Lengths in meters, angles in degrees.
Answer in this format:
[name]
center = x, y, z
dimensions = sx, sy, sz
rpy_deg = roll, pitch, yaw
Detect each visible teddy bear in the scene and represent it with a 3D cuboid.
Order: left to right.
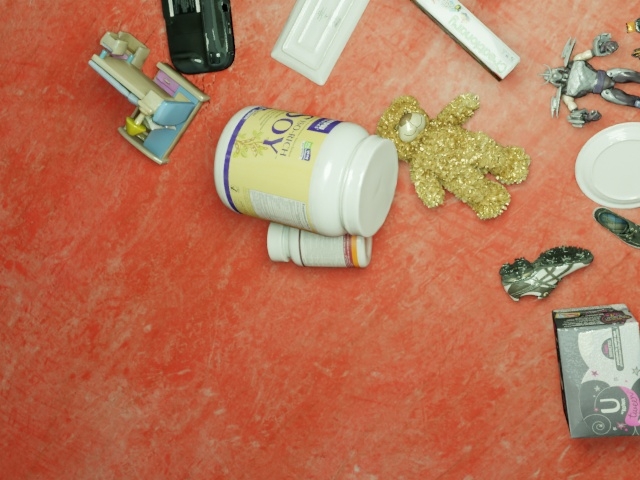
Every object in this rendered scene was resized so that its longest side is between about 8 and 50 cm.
[teddy bear]
center = 0.275, -0.185, 1.431
dimensions = 0.245, 0.113, 0.338
rpy_deg = -43, 89, 16

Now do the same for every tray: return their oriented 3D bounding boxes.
[tray]
center = 0.007, -0.492, 1.475
dimensions = 0.145, 0.030, 0.270
rpy_deg = 31, 107, 5

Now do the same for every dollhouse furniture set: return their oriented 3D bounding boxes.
[dollhouse furniture set]
center = -0.437, -0.305, 1.479
dimensions = 0.286, 0.303, 0.198
rpy_deg = 39, 107, 4

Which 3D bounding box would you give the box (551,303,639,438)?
[box]
center = 0.593, 0.276, 1.431
dimensions = 0.164, 0.142, 0.247
rpy_deg = -7, 100, 15

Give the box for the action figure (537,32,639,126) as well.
[action figure]
center = 0.577, -0.312, 1.339
dimensions = 0.285, 0.099, 0.185
rpy_deg = 13, 110, 14

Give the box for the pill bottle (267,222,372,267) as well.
[pill bottle]
center = 0.000, 0.000, 1.530
dimensions = 0.221, 0.121, 0.121
rpy_deg = 1, 102, 14

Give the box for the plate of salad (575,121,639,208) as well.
[plate of salad]
center = 0.625, -0.154, 1.375
dimensions = 0.200, 0.048, 0.199
rpy_deg = 8, 126, 11

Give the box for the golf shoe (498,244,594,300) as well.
[golf shoe]
center = 0.492, 0.073, 1.459
dimensions = 0.198, 0.077, 0.093
rpy_deg = -16, 112, 20

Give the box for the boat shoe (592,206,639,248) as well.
[boat shoe]
center = 0.636, -0.023, 1.412
dimensions = 0.142, 0.040, 0.049
rpy_deg = 31, 107, 6

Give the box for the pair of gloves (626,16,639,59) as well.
[pair of gloves]
center = 0.654, -0.406, 1.344
dimensions = 0.074, 0.010, 0.083
rpy_deg = -13, 95, 17

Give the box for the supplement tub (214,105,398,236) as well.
[supplement tub]
center = -0.029, -0.142, 1.416
dimensions = 0.332, 0.241, 0.240
rpy_deg = 15, 105, 24

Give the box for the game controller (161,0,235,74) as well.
[game controller]
center = -0.284, -0.542, 1.528
dimensions = 0.167, 0.067, 0.318
rpy_deg = 1, 101, 28

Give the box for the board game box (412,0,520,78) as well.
[board game box]
center = 0.264, -0.436, 1.338
dimensions = 0.305, 0.193, 0.053
rpy_deg = 44, 107, 2
